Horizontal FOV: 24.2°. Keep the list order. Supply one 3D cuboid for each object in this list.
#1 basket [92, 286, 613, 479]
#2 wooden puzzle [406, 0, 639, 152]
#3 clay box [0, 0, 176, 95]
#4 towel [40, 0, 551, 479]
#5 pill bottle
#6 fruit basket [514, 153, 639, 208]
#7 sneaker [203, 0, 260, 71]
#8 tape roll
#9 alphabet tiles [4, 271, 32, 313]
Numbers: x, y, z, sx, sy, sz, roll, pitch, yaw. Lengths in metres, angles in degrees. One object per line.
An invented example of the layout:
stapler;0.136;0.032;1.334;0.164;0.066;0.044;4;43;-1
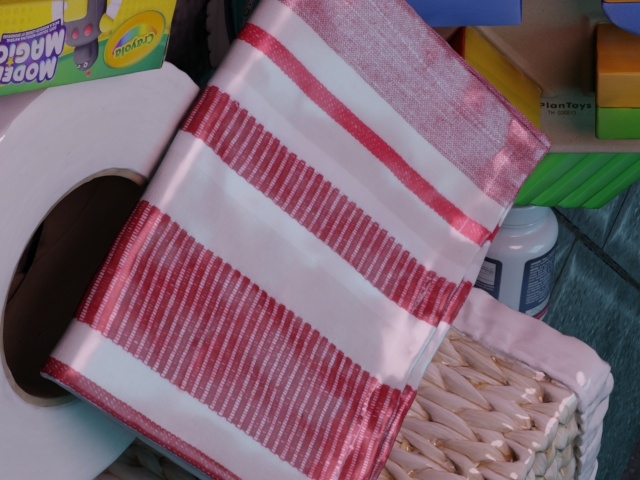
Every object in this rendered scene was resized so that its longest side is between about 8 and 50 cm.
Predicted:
basket;0.011;0.188;1.138;0.266;0.328;0.331;-53;155;-26
wooden puzzle;0.172;-0.159;1.079;0.348;0.322;0.080;75;19;-57
clay box;-0.172;-0.121;0.760;0.222;0.127;0.053;-20;130;-57
towel;0.000;0.000;0.936;0.237;0.037;0.329;39;71;-29
pill bottle;0.208;0.007;1.656;0.108;0.108;0.180;-45;148;-38
fruit basket;0.256;-0.231;1.394;0.392;0.283;0.392;-40;159;-19
sneaker;-0.006;-0.074;1.010;0.107;0.110;0.275;2;72;-54
tape roll;-0.175;0.015;0.890;0.286;0.100;0.286;-43;143;-43
alphabet tiles;-0.200;0.151;1.088;0.342;0.011;0.285;-4;116;-63
